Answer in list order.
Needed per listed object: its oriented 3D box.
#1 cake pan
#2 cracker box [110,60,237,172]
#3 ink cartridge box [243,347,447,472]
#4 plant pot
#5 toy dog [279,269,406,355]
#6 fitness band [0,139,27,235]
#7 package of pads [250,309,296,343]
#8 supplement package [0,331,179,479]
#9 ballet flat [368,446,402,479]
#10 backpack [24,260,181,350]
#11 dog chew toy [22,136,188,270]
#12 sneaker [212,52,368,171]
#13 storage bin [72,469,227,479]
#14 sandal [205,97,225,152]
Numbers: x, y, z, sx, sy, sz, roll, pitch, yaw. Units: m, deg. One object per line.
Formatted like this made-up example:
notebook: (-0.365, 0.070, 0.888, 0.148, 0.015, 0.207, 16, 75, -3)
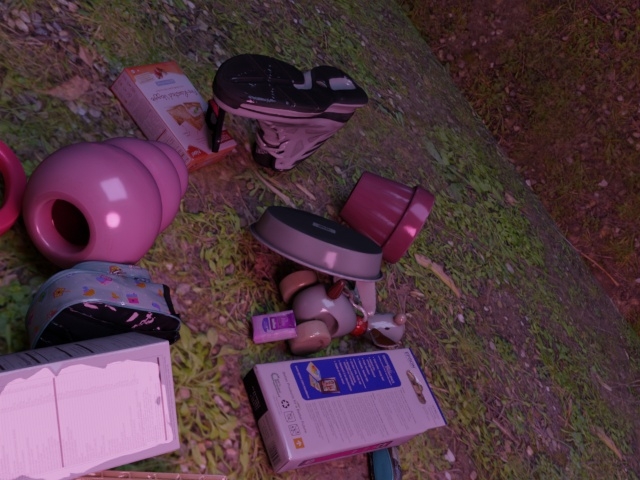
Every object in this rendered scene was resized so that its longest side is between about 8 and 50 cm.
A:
cake pan: (0.000, 0.000, 1.409, 0.293, 0.054, 0.293, 20, 11, -4)
cracker box: (-0.299, -0.256, 1.428, 0.232, 0.067, 0.155, 53, 34, 2)
ink cartridge box: (0.053, 0.297, 1.259, 0.370, 0.069, 0.176, -1, 53, -35)
plant pot: (0.151, -0.070, 1.683, 0.180, 0.201, 0.201, 30, 37, -3)
toy dog: (0.068, 0.135, 1.404, 0.333, 0.161, 0.220, -10, 67, -52)
fitness band: (-0.573, -0.101, 0.988, 0.290, 0.054, 0.209, 23, 46, -34)
package of pads: (-0.087, 0.161, 1.282, 0.083, 0.032, 0.050, -8, 57, -3)
supplement package: (-0.310, 0.198, 0.814, 0.244, 0.133, 0.139, -6, 92, -34)
ballet flat: (0.121, 0.397, 1.325, 0.070, 0.070, 0.188, 29, 42, -29)
backpack: (-0.318, 0.114, 0.981, 0.188, 0.166, 0.144, 12, 35, -46)
dog chew toy: (-0.325, -0.076, 1.129, 0.206, 0.206, 0.332, 47, 25, -5)
sneaker: (-0.094, -0.239, 1.471, 0.169, 0.257, 0.447, 50, 31, 19)
storage bin: (-0.231, 0.426, 0.827, 0.260, 0.123, 0.262, 18, 46, -38)
sandal: (-0.216, -0.255, 1.412, 0.040, 0.067, 0.179, 11, 50, -11)
